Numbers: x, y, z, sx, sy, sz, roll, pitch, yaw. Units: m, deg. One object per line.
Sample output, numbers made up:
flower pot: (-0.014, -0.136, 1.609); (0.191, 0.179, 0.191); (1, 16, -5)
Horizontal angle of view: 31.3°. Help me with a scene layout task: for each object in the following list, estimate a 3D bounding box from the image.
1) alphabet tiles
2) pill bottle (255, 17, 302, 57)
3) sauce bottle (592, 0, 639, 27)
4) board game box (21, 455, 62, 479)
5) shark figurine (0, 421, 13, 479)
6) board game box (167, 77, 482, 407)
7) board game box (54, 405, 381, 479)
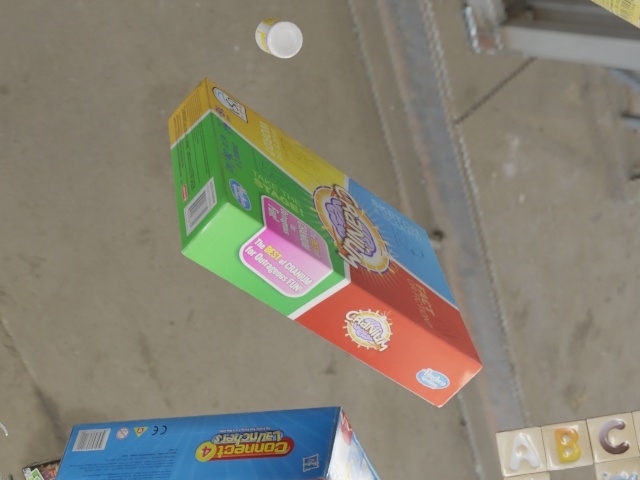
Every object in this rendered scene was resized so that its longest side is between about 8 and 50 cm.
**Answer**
alphabet tiles: (0.284, 0.243, 0.975); (0.009, 0.237, 0.198); (31, 49, -79)
pill bottle: (-0.053, -0.244, 1.372); (0.043, 0.083, 0.043); (-5, 107, -16)
sauce bottle: (0.235, -0.327, 1.151); (0.111, 0.344, 0.111); (-46, 159, -24)
board game box: (-0.285, 0.345, 1.547); (0.030, 0.260, 0.136); (-27, 97, -60)
shark figurine: (-0.469, 0.303, 1.498); (0.116, 0.278, 0.166); (-20, 137, -12)
board game box: (0.000, 0.000, 1.114); (0.316, 0.242, 0.064); (33, 112, -29)
board game box: (-0.078, 0.307, 1.231); (0.086, 0.308, 0.302); (-78, 152, -42)
